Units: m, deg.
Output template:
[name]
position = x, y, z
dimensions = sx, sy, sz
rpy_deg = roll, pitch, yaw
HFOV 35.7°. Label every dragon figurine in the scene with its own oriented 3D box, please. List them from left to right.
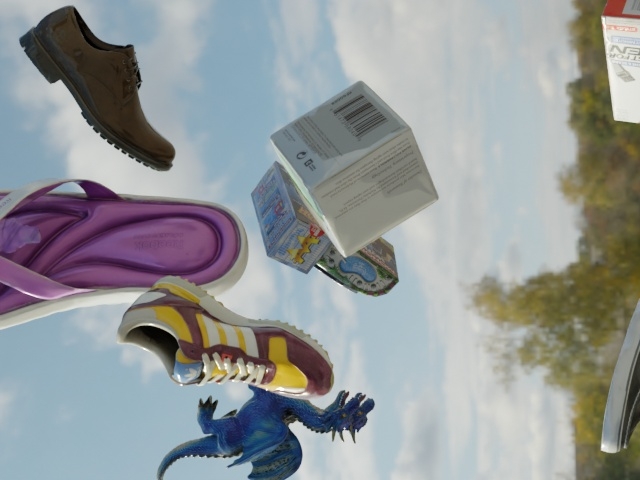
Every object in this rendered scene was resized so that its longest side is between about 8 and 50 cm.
[dragon figurine]
position = -0.077, 0.243, 1.205
dimensions = 0.144, 0.289, 0.085
rpy_deg = 54, 177, 38

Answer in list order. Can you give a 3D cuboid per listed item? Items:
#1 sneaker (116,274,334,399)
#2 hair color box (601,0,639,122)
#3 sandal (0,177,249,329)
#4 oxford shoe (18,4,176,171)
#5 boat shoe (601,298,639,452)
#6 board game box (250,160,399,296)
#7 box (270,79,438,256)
[sneaker]
position = -0.082, 0.100, 0.838
dimensions = 0.084, 0.185, 0.070
rpy_deg = -51, -21, -52
[hair color box]
position = 0.358, -0.194, 1.060
dimensions = 0.053, 0.093, 0.167
rpy_deg = -65, -31, -23
[sandal]
position = -0.287, -0.003, 1.074
dimensions = 0.102, 0.416, 0.169
rpy_deg = 98, 164, -61
[oxford shoe]
position = -0.239, -0.177, 1.162
dimensions = 0.227, 0.096, 0.083
rpy_deg = 49, -171, -17
[boat shoe]
position = 0.250, 0.103, 0.768
dimensions = 0.142, 0.040, 0.049
rpy_deg = -61, -28, -32
[board game box]
position = 0.000, 0.000, 1.195
dimensions = 0.060, 0.194, 0.194
rpy_deg = -52, 8, 14
[box]
position = 0.029, -0.063, 0.862
dimensions = 0.101, 0.102, 0.087
rpy_deg = 53, 175, 49
